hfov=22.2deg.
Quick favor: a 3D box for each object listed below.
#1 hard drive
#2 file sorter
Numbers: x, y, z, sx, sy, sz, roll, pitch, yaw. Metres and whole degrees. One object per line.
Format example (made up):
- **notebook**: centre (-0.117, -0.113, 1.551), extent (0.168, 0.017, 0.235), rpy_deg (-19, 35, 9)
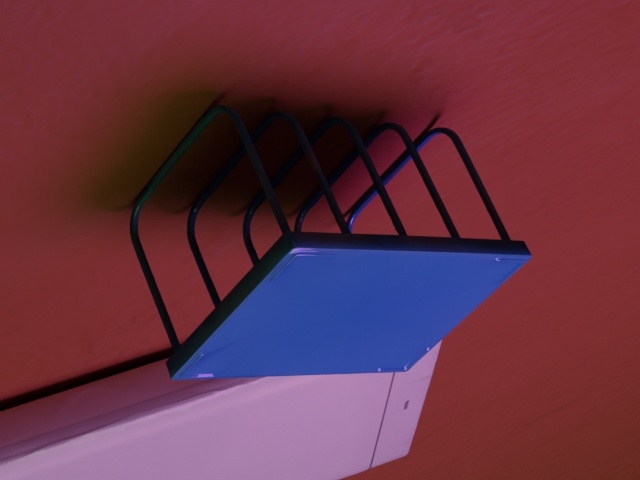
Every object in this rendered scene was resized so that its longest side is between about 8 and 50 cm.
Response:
- **hard drive**: centre (-0.095, 0.145, 1.127), extent (0.353, 0.047, 0.233), rpy_deg (-17, 152, -14)
- **file sorter**: centre (0.000, 0.000, 0.878), extent (0.170, 0.104, 0.118), rpy_deg (2, 143, -42)
